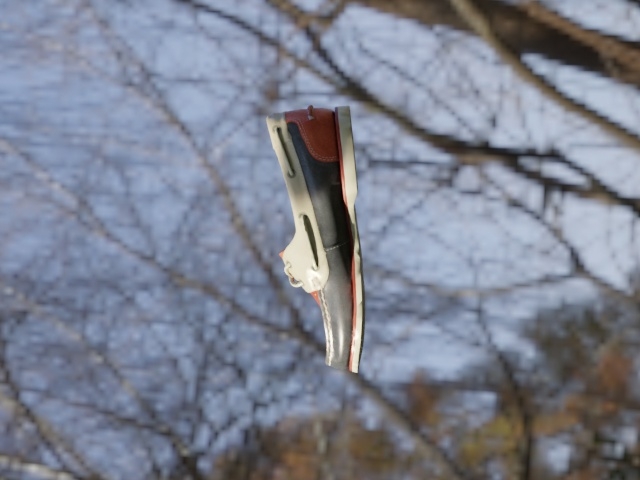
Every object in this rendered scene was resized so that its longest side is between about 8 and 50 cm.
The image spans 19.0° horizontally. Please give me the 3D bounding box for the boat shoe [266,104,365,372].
[{"bbox_3d":[0.000,0.000,0.960,0.049,0.043,0.137,-97,1,-81],"label":"boat shoe"}]
